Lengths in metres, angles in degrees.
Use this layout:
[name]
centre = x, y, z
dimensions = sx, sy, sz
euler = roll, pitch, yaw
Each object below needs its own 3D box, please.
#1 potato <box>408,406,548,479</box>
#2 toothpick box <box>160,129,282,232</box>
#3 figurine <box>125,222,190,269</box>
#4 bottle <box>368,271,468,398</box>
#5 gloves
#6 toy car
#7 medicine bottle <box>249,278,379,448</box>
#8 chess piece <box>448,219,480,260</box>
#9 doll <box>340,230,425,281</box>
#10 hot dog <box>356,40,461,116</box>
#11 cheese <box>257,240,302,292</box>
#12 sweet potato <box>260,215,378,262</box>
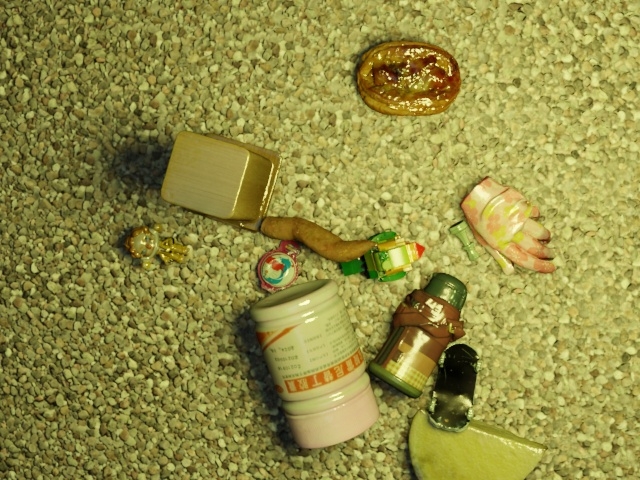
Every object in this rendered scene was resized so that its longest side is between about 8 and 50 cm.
[potato]
centre = 0.314, 0.454, 1.815
dimensions = 0.255, 0.112, 0.269
euler = 44, 100, 14
[toothpick box]
centre = -0.208, -0.127, 1.735
dimensions = 0.187, 0.308, 0.190
euler = 18, 93, 5
[figurine]
centre = -0.369, 0.010, 1.884
dimensions = 0.143, 0.068, 0.102
euler = -7, 97, -6
[bottle]
centre = 0.223, 0.197, 1.785
dimensions = 0.156, 0.143, 0.271
euler = 30, 85, 15
[gloves]
centre = 0.409, -0.018, 1.772
dimensions = 0.145, 0.126, 0.241
euler = -46, 80, 2
[toy car]
centre = 0.292, 0.315, 1.798
dimensions = 0.095, 0.056, 0.205
euler = 9, 54, 13
[medicine bottle]
centre = -0.011, 0.259, 1.778
dimensions = 0.202, 0.202, 0.316
euler = -19, 97, 7
[chess piece]
centre = 0.319, 0.004, 1.822
dimensions = 0.042, 0.042, 0.093
euler = -29, 97, 7
[doll]
centre = 0.139, 0.036, 1.778
dimensions = 0.134, 0.186, 0.106
euler = -15, 91, -22
[hot dog]
centre = 0.191, -0.345, 1.785
dimensions = 0.226, 0.099, 0.161
euler = -2, 94, 3
[cheese]
centre = -0.084, 0.048, 1.865
dimensions = 0.095, 0.038, 0.145
euler = 27, 83, 10
[sweet potato]
centre = 0.000, 0.000, 1.798
dimensions = 0.281, 0.059, 0.067
euler = 20, 84, 28
